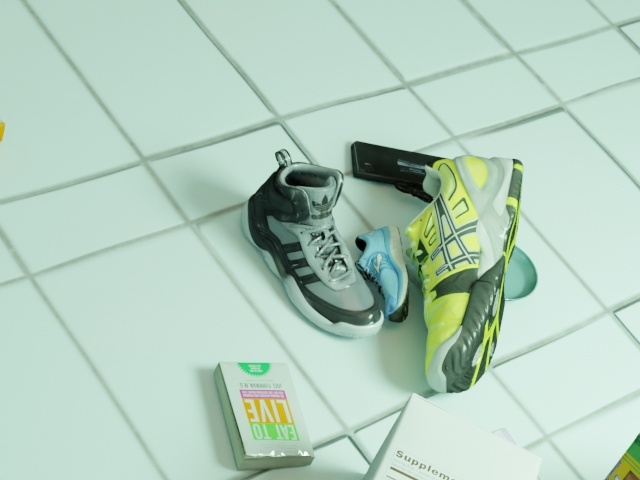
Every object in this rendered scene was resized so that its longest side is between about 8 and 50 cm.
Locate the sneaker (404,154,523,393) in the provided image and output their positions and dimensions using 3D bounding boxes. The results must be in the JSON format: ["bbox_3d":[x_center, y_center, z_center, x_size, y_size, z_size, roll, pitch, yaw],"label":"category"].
[{"bbox_3d":[0.182,0.044,2.032,0.147,0.145,0.384,8,51,11],"label":"sneaker"}]

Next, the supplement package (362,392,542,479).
[{"bbox_3d":[0.106,0.355,1.672,0.175,0.177,0.293,27,44,4],"label":"supplement package"}]

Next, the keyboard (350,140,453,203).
[{"bbox_3d":[0.134,-0.095,2.218,0.180,0.023,0.108,9,40,-13],"label":"keyboard"}]

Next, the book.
[{"bbox_3d":[-0.070,0.215,1.839,0.096,0.035,0.144,2,47,-26],"label":"book"}]

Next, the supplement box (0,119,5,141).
[{"bbox_3d":[-0.483,-0.165,2.015,0.098,0.036,0.062,43,48,18],"label":"supplement box"}]

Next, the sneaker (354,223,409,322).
[{"bbox_3d":[0.082,0.050,2.046,0.073,0.063,0.162,-7,46,-3],"label":"sneaker"}]

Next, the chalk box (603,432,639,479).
[{"bbox_3d":[0.465,0.396,1.782,0.179,0.180,0.289,4,47,-19],"label":"chalk box"}]

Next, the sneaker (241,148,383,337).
[{"bbox_3d":[0.000,0.000,1.978,0.101,0.153,0.268,-23,61,-36],"label":"sneaker"}]

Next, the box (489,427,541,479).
[{"bbox_3d":[0.275,0.376,1.804,0.063,0.067,0.324,-14,56,-31],"label":"box"}]

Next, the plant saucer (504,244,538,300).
[{"bbox_3d":[0.253,0.045,2.135,0.119,0.021,0.119,12,45,-12],"label":"plant saucer"}]
